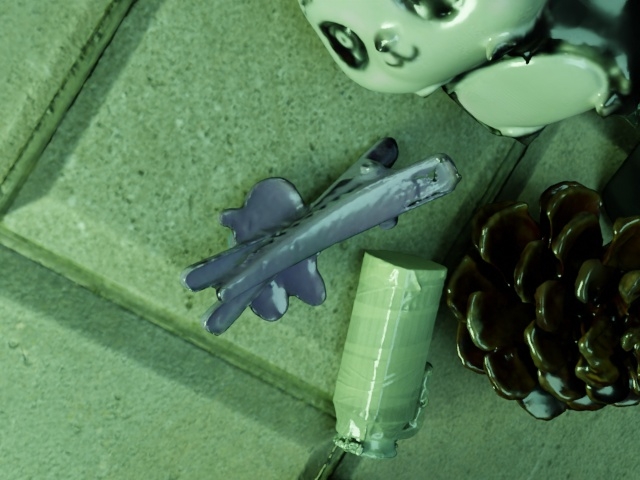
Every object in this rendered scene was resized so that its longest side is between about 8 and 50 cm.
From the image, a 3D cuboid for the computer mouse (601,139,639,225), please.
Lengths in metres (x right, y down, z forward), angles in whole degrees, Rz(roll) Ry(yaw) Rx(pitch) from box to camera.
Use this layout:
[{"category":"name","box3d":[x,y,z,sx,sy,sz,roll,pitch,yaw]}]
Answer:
[{"category":"computer mouse","box3d":[0.403,-0.089,1.313,0.086,0.137,0.270,-32,157,-41]}]

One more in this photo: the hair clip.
[{"category":"hair clip","box3d":[-0.003,-0.006,1.194,0.278,0.090,0.137,-28,117,-13]}]

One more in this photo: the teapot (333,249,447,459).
[{"category":"teapot","box3d":[0.075,0.115,1.274,0.107,0.077,0.200,4,102,-42]}]

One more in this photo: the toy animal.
[{"category":"toy animal","box3d":[0.126,-0.228,1.114,0.310,0.251,0.251,24,93,-32]}]

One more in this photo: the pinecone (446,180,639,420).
[{"category":"pinecone","box3d":[0.253,0.056,1.237,0.244,0.309,0.244,3,83,-23]}]

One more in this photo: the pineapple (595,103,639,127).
[{"category":"pineapple","box3d":[0.355,-0.233,1.294,0.128,0.128,0.248,33,92,-31]}]
